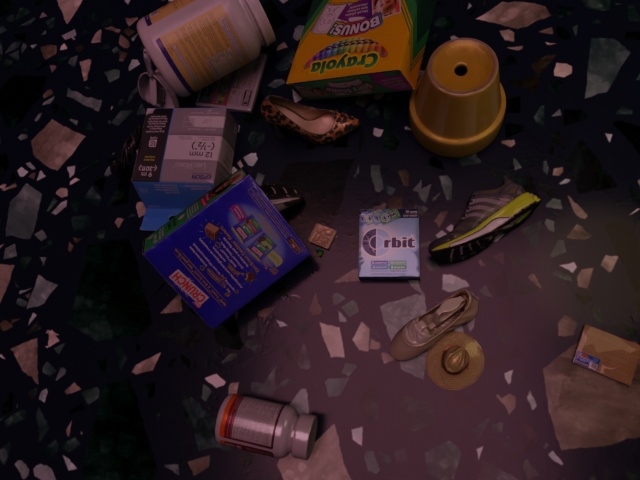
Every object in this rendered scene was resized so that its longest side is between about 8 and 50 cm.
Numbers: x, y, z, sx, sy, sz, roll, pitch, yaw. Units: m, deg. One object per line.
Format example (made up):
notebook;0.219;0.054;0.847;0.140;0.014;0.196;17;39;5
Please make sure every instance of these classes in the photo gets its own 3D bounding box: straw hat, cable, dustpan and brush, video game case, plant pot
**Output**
straw hat;0.319;0.283;1.207;0.145;0.061;0.144;-3;73;10
cable;-0.556;-0.269;1.493;0.047;0.184;0.150;31;64;-23
dustpan and brush;-0.489;-0.469;1.503;0.147;0.211;0.060;27;44;17
video game case;-0.272;-0.492;1.569;0.184;0.023;0.201;10;76;13
plant pot;0.352;-0.376;1.307;0.254;0.239;0.253;-3;73;10

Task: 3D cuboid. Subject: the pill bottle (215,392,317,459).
pill bottle;-0.126;0.442;1.206;0.221;0.121;0.121;8;75;12

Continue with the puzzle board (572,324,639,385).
puzzle board;0.661;0.263;1.178;0.128;0.011;0.096;22;79;16

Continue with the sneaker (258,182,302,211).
sneaker;-0.179;-0.081;1.398;0.272;0.108;0.100;-18;33;-9

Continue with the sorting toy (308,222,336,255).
sorting toy;0.000;0.000;1.375;0.062;0.012;0.083;23;75;11

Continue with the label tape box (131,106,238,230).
label tape box;-0.391;-0.202;1.455;0.249;0.115;0.347;3;72;11

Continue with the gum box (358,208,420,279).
gum box;0.178;0.010;1.325;0.157;0.041;0.184;0;73;10

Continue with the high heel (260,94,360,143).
high heel;-0.027;-0.342;1.391;0.261;0.186;0.093;-2;73;10

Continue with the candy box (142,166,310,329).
candy box;-0.234;0.019;1.286;0.317;0.122;0.268;-37;113;-3

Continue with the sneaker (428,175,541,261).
sneaker;0.394;-0.052;1.283;0.300;0.111;0.121;-30;60;-6

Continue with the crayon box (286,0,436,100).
crayon box;0.111;-0.558;1.410;0.363;0.106;0.313;5;72;36

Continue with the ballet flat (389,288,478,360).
ballet flat;0.268;0.198;1.229;0.248;0.086;0.086;-34;71;-2

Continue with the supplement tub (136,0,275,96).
supplement tub;-0.322;-0.591;1.467;0.331;0.241;0.241;-28;71;1
